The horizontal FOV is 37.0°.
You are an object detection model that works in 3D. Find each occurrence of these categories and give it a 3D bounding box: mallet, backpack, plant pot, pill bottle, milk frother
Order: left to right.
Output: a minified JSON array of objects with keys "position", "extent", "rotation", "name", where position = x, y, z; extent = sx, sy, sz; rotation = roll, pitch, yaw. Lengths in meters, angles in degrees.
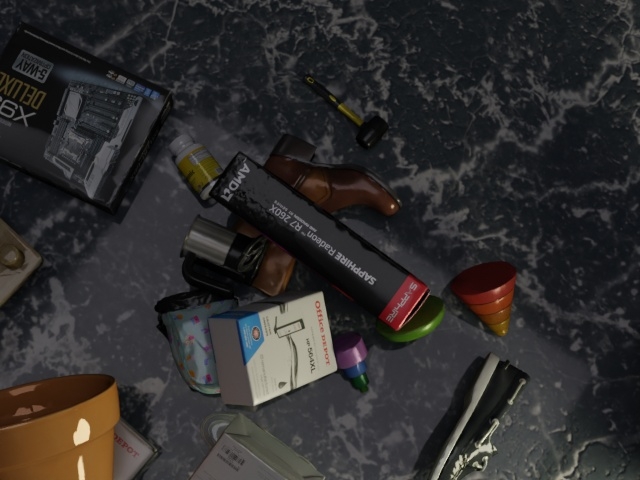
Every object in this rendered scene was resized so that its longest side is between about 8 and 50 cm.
[{"position":[-0.431,0.338,1.436],"extent":[0.290,0.291,0.204],"rotation":[-12,96,-7],"name":"plant pot"},{"position":[-0.223,-0.136,1.738],"extent":[0.065,0.065,0.116],"rotation":[-37,82,-11],"name":"pill bottle"},{"position":[-0.200,0.175,1.649],"extent":[0.152,0.115,0.182],"rotation":[-13,83,-10],"name":"backpack"},{"position":[-0.163,0.009,1.616],"extent":[0.134,0.143,0.129],"rotation":[22,40,1],"name":"milk frother"},{"position":[0.048,-0.256,1.801],"extent":[0.062,0.039,0.190],"rotation":[-40,80,-11],"name":"mallet"}]

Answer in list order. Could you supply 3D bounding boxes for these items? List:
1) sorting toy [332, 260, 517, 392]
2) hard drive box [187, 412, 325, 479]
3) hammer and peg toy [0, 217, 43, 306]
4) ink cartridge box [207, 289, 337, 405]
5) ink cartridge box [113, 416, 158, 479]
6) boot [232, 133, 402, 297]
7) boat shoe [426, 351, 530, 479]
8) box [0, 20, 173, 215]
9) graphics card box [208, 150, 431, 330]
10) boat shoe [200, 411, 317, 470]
[{"position":[0.199,0.169,1.704],"extent":[0.365,0.127,0.126],"rotation":[-25,111,-6],"name":"sorting toy"},{"position":[-0.135,0.431,1.562],"extent":[0.181,0.089,0.232],"rotation":[37,107,3],"name":"hard drive box"},{"position":[-0.683,0.083,1.627],"extent":[0.266,0.127,0.361],"rotation":[41,78,3],"name":"hammer and peg toy"},{"position":[-0.078,0.176,1.605],"extent":[0.203,0.086,0.148],"rotation":[-17,98,-44],"name":"ink cartridge box"},{"position":[-0.400,0.384,1.601],"extent":[0.154,0.093,0.212],"rotation":[40,80,4],"name":"ink cartridge box"},{"position":[-0.021,-0.020,1.714],"extent":[0.264,0.096,0.280],"rotation":[27,79,0],"name":"boot"},{"position":[0.268,0.342,1.650],"extent":[0.091,0.114,0.303],"rotation":[27,78,8],"name":"boat shoe"},{"position":[-0.458,-0.220,1.731],"extent":[0.307,0.076,0.242],"rotation":[26,78,1],"name":"box"},{"position":[0.000,0.000,1.575],"extent":[0.371,0.233,0.094],"rotation":[37,92,0],"name":"graphics card box"},{"position":[-0.102,0.362,1.633],"extent":[0.227,0.081,0.079],"rotation":[29,77,2],"name":"boat shoe"}]
